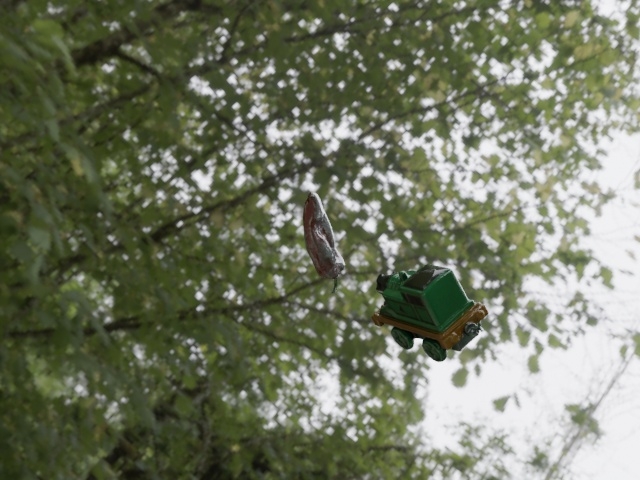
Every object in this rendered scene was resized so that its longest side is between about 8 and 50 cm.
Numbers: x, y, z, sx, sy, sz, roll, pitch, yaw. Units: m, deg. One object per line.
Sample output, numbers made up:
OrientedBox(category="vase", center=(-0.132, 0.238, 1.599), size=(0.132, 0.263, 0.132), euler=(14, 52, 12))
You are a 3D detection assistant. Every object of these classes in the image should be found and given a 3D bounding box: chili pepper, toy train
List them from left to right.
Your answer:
OrientedBox(category="chili pepper", center=(-0.001, 0.000, 1.148), size=(0.050, 0.041, 0.153), euler=(-107, 177, -60))
OrientedBox(category="toy train", center=(0.153, 0.096, 1.292), size=(0.228, 0.091, 0.136), euler=(15, -42, 58))
